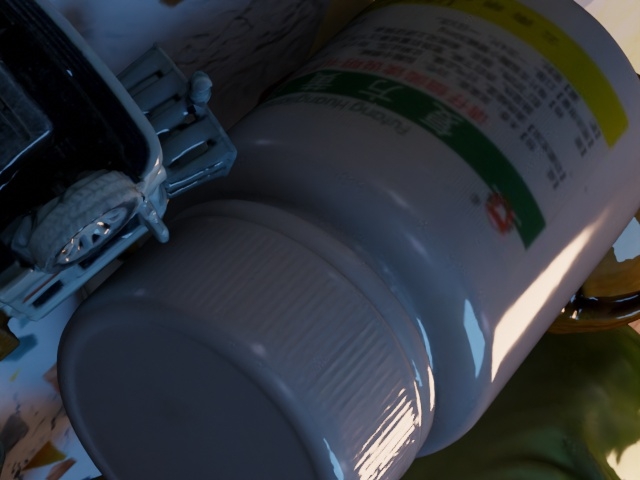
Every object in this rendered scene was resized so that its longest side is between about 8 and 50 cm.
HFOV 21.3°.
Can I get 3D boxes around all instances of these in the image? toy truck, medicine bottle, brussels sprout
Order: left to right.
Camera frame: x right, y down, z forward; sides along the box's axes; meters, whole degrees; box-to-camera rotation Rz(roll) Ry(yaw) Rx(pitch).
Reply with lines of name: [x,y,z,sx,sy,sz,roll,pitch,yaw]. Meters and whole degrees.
toy truck: [-0.194,0.017,0.772,0.338,0.133,0.184,-40,170,-5]
medicine bottle: [0.026,0.008,0.940,0.339,0.208,0.208,-45,164,-41]
brussels sprout: [0.144,0.215,1.491,0.425,0.342,0.361,89,23,-67]

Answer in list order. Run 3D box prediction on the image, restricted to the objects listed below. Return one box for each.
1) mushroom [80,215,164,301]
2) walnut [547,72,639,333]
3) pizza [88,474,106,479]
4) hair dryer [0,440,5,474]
mushroom: [-0.093,0.067,1.088,0.096,0.108,0.247,-9,152,1]
walnut: [0.197,-0.025,1.313,0.209,0.209,0.336,-46,166,4]
pizza: [-0.221,0.233,1.107,0.335,0.086,0.226,-21,167,-28]
hair dryer: [-0.257,0.162,1.058,0.124,0.038,0.063,-17,145,-38]
